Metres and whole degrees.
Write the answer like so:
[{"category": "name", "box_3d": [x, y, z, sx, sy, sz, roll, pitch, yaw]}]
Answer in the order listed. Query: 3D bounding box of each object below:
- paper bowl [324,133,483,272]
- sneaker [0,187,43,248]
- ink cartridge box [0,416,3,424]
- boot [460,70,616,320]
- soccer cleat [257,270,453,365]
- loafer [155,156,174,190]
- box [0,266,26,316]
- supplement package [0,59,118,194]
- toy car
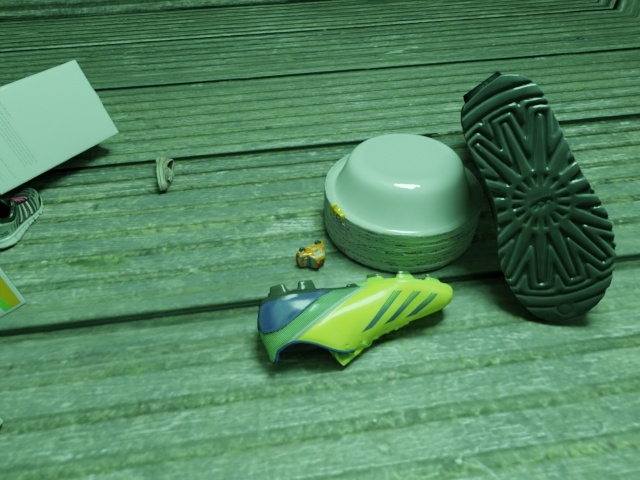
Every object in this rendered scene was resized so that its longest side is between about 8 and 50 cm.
[{"category": "paper bowl", "box_3d": [0.148, -0.089, 0.766, 0.284, 0.148, 0.284, 0, 41, 0]}, {"category": "sneaker", "box_3d": [-0.602, -0.062, 0.819, 0.063, 0.075, 0.170, -5, 41, -3]}, {"category": "ink cartridge box", "box_3d": [-0.523, 0.141, 0.415, 0.226, 0.306, 0.131, 11, 44, 14]}, {"category": "boot", "box_3d": [0.358, -0.119, 0.761, 0.146, 0.367, 0.445, -16, 13, 21]}, {"category": "soccer cleat", "box_3d": [0.055, 0.114, 0.606, 0.289, 0.093, 0.121, -5, 72, -10]}, {"category": "loafer", "box_3d": [-0.344, -0.153, 0.937, 0.039, 0.045, 0.125, -9, 39, -17]}, {"category": "box", "box_3d": [-0.554, 0.029, 0.618, 0.114, 0.203, 0.103, 31, 51, 31]}, {"category": "supplement package", "box_3d": [-0.645, -0.244, 0.920, 0.175, 0.178, 0.293, 2, 37, 37]}, {"category": "toy car", "box_3d": [0.000, 0.000, 0.702, 0.060, 0.122, 0.040, -12, 47, -37]}]
